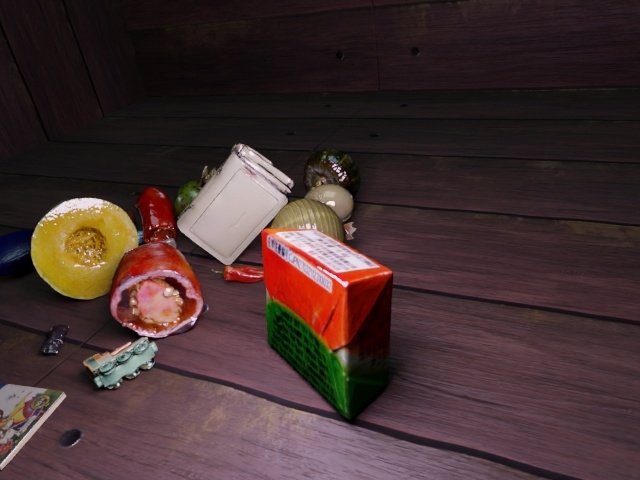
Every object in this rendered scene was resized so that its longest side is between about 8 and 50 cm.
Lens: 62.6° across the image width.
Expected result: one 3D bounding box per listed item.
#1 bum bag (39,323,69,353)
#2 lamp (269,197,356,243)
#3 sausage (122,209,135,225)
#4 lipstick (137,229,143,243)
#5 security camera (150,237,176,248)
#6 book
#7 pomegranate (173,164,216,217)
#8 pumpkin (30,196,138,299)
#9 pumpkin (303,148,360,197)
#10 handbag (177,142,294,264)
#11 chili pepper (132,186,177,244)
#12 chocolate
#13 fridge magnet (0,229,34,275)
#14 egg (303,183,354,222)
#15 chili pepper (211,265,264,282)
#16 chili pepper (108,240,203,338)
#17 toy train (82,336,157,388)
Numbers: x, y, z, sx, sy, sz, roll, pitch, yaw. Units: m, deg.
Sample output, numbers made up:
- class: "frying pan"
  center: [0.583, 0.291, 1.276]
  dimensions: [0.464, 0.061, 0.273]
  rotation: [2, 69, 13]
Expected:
- class: "bum bag"
  center: [-0.780, 0.289, 1.546]
  dimensions: [0.058, 0.034, 0.124]
  rotation: [1, 29, -10]
- class: "lamp"
  center: [-0.020, -0.014, 1.649]
  dimensions: [0.284, 0.250, 0.250]
  rotation: [-10, 28, -21]
- class: "sausage"
  center: [-0.789, -0.069, 2.133]
  dimensions: [0.077, 0.077, 0.194]
  rotation: [-15, 32, -10]
- class: "lipstick"
  center: [-0.676, -0.019, 2.037]
  dimensions: [0.158, 0.048, 0.048]
  rotation: [-18, 31, -16]
- class: "security camera"
  center: [-0.576, 0.023, 1.933]
  dimensions: [0.092, 0.058, 0.058]
  rotation: [-18, 30, -26]
- class: "book"
  center: [-0.833, 0.447, 1.305]
  dimensions: [0.322, 0.018, 0.228]
  rotation: [1, 31, 17]
- class: "pomegranate"
  center: [-0.455, -0.159, 2.026]
  dimensions: [0.211, 0.263, 0.211]
  rotation: [16, 29, -9]
- class: "pumpkin"
  center: [-0.798, 0.016, 1.767]
  dimensions: [0.332, 0.332, 0.199]
  rotation: [-28, 21, -30]
- class: "pumpkin"
  center: [0.040, -0.235, 2.028]
  dimensions: [0.238, 0.238, 0.159]
  rotation: [11, 41, 32]
- class: "handbag"
  center: [-0.287, -0.122, 1.756]
  dimensions: [0.358, 0.236, 0.160]
  rotation: [-44, 21, 26]
- class: "chili pepper"
  center: [-0.640, -0.133, 2.022]
  dimensions: [0.134, 0.131, 0.338]
  rotation: [-10, 46, -22]
- class: "chocolate"
  center: [0.013, 0.169, 1.237]
  dimensions: [0.161, 0.341, 0.360]
  rotation: [-16, 28, -31]
- class: "fridge magnet"
  center: [-1.173, 0.044, 2.004]
  dimensions: [0.265, 0.113, 0.265]
  rotation: [-7, 30, 4]
- class: "egg"
  center: [0.025, -0.126, 1.907]
  dimensions: [0.201, 0.164, 0.164]
  rotation: [-7, 27, 28]
- class: "chili pepper"
  center: [-0.253, 0.109, 1.695]
  dimensions: [0.191, 0.050, 0.059]
  rotation: [5, 28, 1]
- class: "chili pepper"
  center: [-0.500, 0.140, 1.582]
  dimensions: [0.251, 0.229, 0.305]
  rotation: [-22, 22, -16]
- class: "toy train"
  center: [-0.524, 0.316, 1.394]
  dimensions: [0.176, 0.074, 0.118]
  rotation: [-33, 33, -31]
